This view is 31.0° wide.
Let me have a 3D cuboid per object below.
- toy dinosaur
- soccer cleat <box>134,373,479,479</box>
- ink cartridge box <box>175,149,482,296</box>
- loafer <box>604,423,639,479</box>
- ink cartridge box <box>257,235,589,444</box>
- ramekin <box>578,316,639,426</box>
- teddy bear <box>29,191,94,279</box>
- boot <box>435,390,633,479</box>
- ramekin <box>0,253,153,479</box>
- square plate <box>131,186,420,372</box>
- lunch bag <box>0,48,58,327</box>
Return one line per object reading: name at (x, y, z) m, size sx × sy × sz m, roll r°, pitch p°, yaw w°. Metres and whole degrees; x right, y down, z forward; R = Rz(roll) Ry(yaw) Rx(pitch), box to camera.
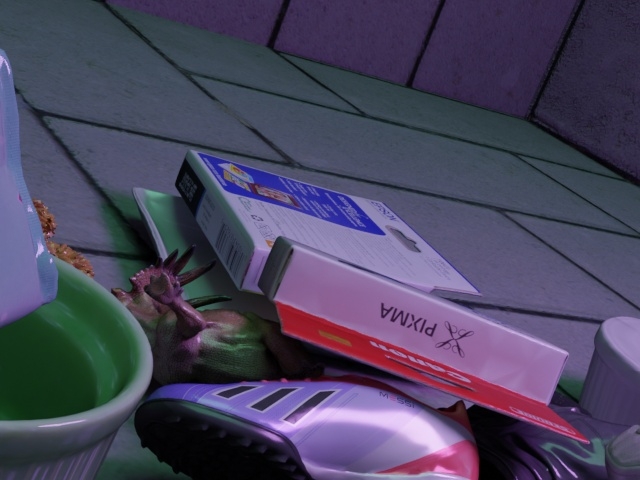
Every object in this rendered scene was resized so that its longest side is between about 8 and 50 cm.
toy dinosaur at (-0.089, 0.101, 1.101) m, size 0.295 × 0.127 × 0.200 m, roll 26°, pitch 10°, yaw -5°
soccer cleat at (-0.004, 0.160, 0.974) m, size 0.318 × 0.108 × 0.116 m, roll 18°, pitch 55°, yaw -22°
ink cartridge box at (0.000, 0.000, 1.436) m, size 0.307 × 0.072 × 0.303 m, roll 16°, pitch 17°, yaw -27°
loafer at (0.403, 0.194, 0.983) m, size 0.319 × 0.112 × 0.112 m, roll -6°, pitch 18°, yaw 1°
ink cartridge box at (0.095, 0.086, 1.101) m, size 0.296 × 0.066 × 0.261 m, roll 21°, pitch 2°, yaw -9°
ramekin at (0.440, 0.211, 1.396) m, size 0.272 × 0.127 × 0.273 m, roll 19°, pitch 17°, yaw -6°
teddy bear at (-0.341, -0.028, 1.054) m, size 0.338 × 0.113 × 0.245 m, roll 31°, pitch 20°, yaw -42°
boot at (0.239, 0.230, 1.097) m, size 0.338 × 0.118 × 0.222 m, roll 10°, pitch 7°, yaw 44°
ramekin at (-0.282, 0.104, 0.791) m, size 0.303 × 0.148 × 0.303 m, roll 20°, pitch 17°, yaw -7°
square plate at (-0.049, 0.053, 1.405) m, size 0.347 × 0.049 × 0.344 m, roll 15°, pitch 18°, yaw -23°
lunch bag at (-0.288, 0.008, 0.501) m, size 0.262 × 0.160 × 0.223 m, roll -9°, pitch 8°, yaw 18°
